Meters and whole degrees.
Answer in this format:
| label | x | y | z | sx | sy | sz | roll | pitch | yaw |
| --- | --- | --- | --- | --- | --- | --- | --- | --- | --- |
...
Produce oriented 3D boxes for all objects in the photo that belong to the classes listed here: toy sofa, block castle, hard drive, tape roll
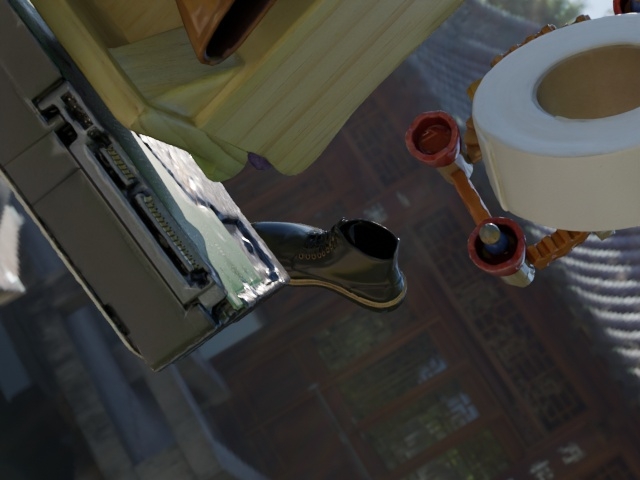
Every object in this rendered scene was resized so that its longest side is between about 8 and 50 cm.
| label | x | y | z | sx | sy | sz | roll | pitch | yaw |
| --- | --- | --- | --- | --- | --- | --- | --- | --- | --- |
| toy sofa | 0.018 | -0.209 | 0.563 | 0.150 | 0.362 | 0.177 | 51 | 14 | 21 |
| block castle | 0.382 | -0.165 | 1.538 | 0.303 | 0.453 | 0.213 | 63 | 12 | 27 |
| hard drive | -0.123 | -0.042 | 0.668 | 0.237 | 0.064 | 0.339 | 53 | 2 | 0 |
| tape roll | 0.311 | -0.134 | 1.110 | 0.286 | 0.286 | 0.100 | 54 | -11 | 54 |

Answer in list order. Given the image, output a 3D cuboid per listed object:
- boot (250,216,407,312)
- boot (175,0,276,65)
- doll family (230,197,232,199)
| label | x | y | z | sx | sy | sz | roll | pitch | yaw |
| --- | --- | --- | --- | --- | --- | --- | --- | --- | --- |
| boot | 0.000 | 0.000 | 1.097 | 0.197 | 0.077 | 0.137 | 15 | -23 | 11 |
| boot | -0.090 | -0.208 | 0.521 | 0.096 | 0.264 | 0.280 | 0 | 59 | -53 |
| doll family | -0.170 | -0.055 | 1.370 | 0.193 | 0.111 | 0.076 | 72 | 0 | -50 |
